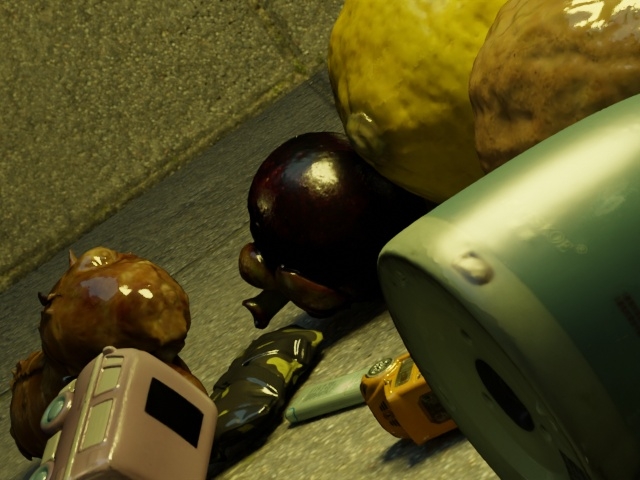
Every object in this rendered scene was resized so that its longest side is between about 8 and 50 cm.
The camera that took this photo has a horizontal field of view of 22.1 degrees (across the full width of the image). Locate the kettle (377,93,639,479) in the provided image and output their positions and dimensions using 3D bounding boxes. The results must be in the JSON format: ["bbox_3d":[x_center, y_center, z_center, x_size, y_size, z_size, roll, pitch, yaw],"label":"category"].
[{"bbox_3d":[0.263,0.032,1.057,0.342,0.247,0.319,-34,48,-11],"label":"kettle"}]

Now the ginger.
[{"bbox_3d":[-0.260,0.137,1.909,0.176,0.254,0.418,-16,-4,-28],"label":"ginger"}]

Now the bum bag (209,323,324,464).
[{"bbox_3d":[-0.065,0.151,1.741,0.107,0.060,0.232,-18,22,30],"label":"bum bag"}]

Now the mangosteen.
[{"bbox_3d":[0.000,0.000,1.841,0.250,0.211,0.211,-54,10,11],"label":"mangosteen"}]

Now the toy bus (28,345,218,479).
[{"bbox_3d":[-0.187,0.208,1.587,0.142,0.142,0.202,-39,26,30],"label":"toy bus"}]

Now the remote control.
[{"bbox_3d":[0.017,0.152,1.628,0.124,0.018,0.053,-23,17,42],"label":"remote control"}]

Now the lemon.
[{"bbox_3d":[0.179,-0.189,1.706,0.387,0.349,0.350,-30,10,-22],"label":"lemon"}]

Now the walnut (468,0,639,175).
[{"bbox_3d":[0.296,-0.125,1.341,0.306,0.306,0.344,-42,21,-26],"label":"walnut"}]

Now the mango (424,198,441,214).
[{"bbox_3d":[0.155,-0.094,2.002,0.227,0.099,0.136,-31,4,-23],"label":"mango"}]

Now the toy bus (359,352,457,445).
[{"bbox_3d":[0.109,0.122,1.389,0.162,0.069,0.074,-28,17,24],"label":"toy bus"}]
